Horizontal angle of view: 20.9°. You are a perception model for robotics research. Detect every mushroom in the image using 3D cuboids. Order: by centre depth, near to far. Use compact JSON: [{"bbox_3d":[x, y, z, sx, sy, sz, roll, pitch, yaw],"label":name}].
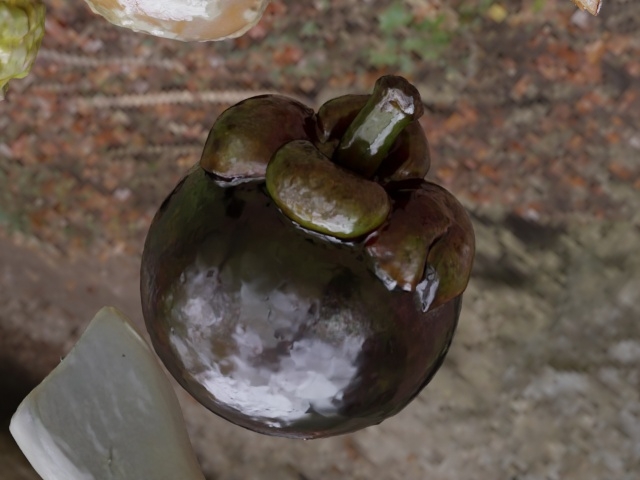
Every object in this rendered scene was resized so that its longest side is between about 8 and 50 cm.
[{"bbox_3d":[-0.153,0.234,1.630,0.329,0.159,0.122,51,-153,5],"label":"mushroom"}]

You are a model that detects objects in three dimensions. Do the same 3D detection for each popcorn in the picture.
[{"bbox_3d":[-0.347,-0.208,1.592,0.185,0.187,0.167,-107,7,-52],"label":"popcorn"}]

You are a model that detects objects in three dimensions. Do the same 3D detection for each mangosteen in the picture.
[{"bbox_3d":[0.000,0.000,1.071,0.211,0.211,0.250,36,126,16],"label":"mangosteen"}]

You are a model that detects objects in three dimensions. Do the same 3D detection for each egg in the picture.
[{"bbox_3d":[-0.132,-0.268,1.446,0.233,0.195,0.195,40,164,-3],"label":"egg"}]

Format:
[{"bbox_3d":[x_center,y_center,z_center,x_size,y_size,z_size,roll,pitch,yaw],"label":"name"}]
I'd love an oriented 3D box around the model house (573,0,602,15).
[{"bbox_3d":[0.186,-0.306,1.533,0.294,0.207,0.154,29,150,-3],"label":"model house"}]
